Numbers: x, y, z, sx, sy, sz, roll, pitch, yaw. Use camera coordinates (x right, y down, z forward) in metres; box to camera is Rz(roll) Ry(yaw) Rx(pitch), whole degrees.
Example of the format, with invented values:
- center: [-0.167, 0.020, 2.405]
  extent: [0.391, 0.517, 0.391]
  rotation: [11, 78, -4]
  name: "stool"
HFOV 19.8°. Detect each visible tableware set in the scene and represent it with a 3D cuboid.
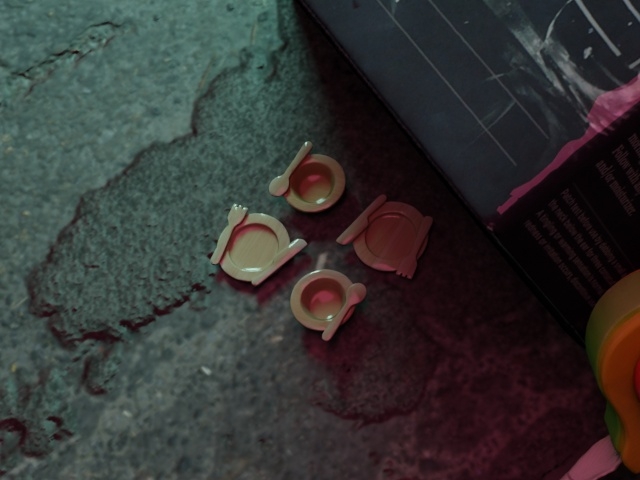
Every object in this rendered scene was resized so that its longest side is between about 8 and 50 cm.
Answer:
- center: [0.000, 0.000, 1.537]
  extent: [0.168, 0.020, 0.141]
  rotation: [34, 75, 22]
  name: "tableware set"

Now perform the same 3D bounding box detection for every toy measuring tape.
- center: [0.203, 0.113, 1.335]
  extent: [0.330, 0.121, 0.121]
  rotation: [-39, 62, 17]
  name: "toy measuring tape"

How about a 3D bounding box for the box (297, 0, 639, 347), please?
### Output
- center: [0.216, -0.266, 1.408]
  extent: [0.472, 0.297, 0.480]
  rotation: [-39, 60, 4]
  name: "box"
